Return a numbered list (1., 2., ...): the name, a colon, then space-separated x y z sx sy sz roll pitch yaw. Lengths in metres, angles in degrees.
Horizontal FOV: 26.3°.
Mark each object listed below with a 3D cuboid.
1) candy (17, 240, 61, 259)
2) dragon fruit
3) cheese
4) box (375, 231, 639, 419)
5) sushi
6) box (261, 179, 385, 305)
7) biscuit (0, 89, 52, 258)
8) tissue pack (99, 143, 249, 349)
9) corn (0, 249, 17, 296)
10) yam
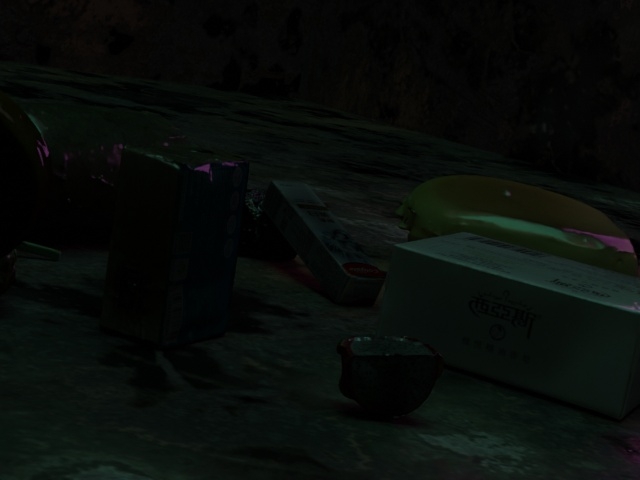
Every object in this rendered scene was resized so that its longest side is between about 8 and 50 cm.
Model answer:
1. candy: -0.400 -0.024 1.384 0.287 0.084 0.078 15 3 -24
2. dragon fruit: 0.053 0.111 1.118 0.083 0.060 0.056 -2 12 -15
3. cheese: 0.254 -0.007 1.837 0.315 0.128 0.259 9 12 -4
4. box: 0.213 0.075 1.363 0.260 0.111 0.194 18 12 25
5. sushi: -0.072 -0.024 1.684 0.084 0.056 0.083 -1 50 -31
6. box: 0.000 0.000 1.582 0.055 0.040 0.218 5 29 -33
7. biscuit: -0.392 -0.070 1.030 0.431 0.283 0.064 4 26 16
8. tissue pack: -0.132 0.002 1.228 0.082 0.169 0.120 13 10 26
9. corn: -0.328 0.006 1.264 0.079 0.080 0.237 7 8 -22
10. yam: -0.276 -0.078 1.568 0.161 0.161 0.268 19 14 37
